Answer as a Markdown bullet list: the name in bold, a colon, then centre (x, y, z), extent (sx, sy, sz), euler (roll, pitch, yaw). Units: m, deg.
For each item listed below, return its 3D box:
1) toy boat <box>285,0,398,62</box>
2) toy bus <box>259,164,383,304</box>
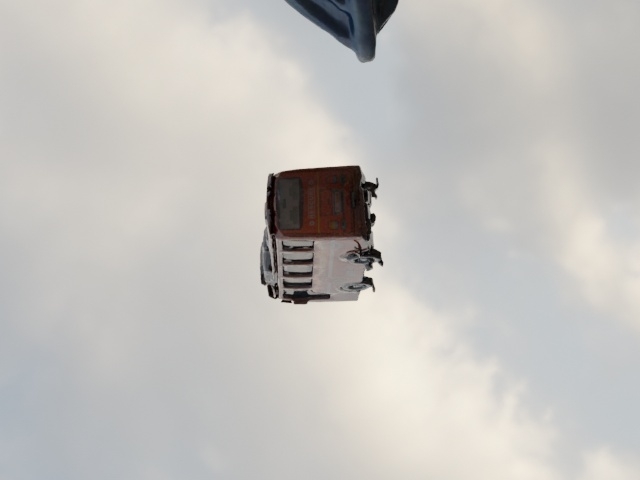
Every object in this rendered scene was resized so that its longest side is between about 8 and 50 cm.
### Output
- **toy boat**: centre (-0.015, -0.256, 0.947), extent (0.129, 0.142, 0.309), euler (-16, -109, -8)
- **toy bus**: centre (0.000, 0.000, 1.161), extent (0.096, 0.235, 0.074), euler (0, -105, -3)
